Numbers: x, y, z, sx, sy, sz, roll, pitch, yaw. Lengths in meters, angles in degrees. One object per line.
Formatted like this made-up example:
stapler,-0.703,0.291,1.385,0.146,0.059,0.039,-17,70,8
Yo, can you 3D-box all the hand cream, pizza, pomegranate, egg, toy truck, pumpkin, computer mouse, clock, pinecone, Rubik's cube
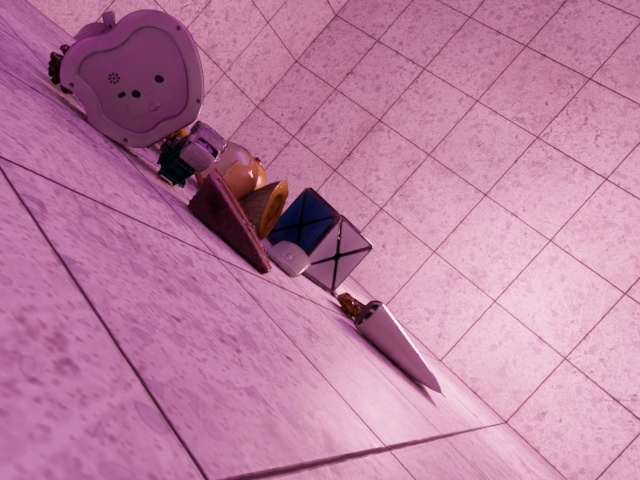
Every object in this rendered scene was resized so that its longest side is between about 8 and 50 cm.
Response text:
hand cream,0.260,0.350,1.701,0.359,0.118,0.185,47,-5,-6
pizza,0.150,0.267,1.844,0.226,0.069,0.147,37,-12,11
pomegranate,-0.331,-0.278,2.238,0.215,0.215,0.215,41,3,-2
egg,-0.311,-0.224,1.783,0.201,0.201,0.244,43,-9,30
toy truck,-0.342,-0.208,1.364,0.216,0.116,0.110,-19,-47,42
pumpkin,-0.197,-0.114,1.786,0.110,0.217,0.217,18,-2,12
computer mouse,-0.095,0.055,1.694,0.128,0.079,0.231,39,6,3
clock,-0.448,-0.402,1.302,0.338,0.338,0.102,41,5,-21
pinecone,-0.642,-0.441,1.377,0.120,0.140,0.140,7,-14,25
Rubik's cube,0.000,0.000,1.970,0.255,0.260,0.259,38,7,-46

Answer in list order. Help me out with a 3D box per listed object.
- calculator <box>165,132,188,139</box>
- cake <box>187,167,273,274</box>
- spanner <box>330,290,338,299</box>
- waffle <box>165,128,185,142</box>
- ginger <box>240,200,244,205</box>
calculator,-0.567,-0.411,2.041,0.386,0.054,0.256,28,7,-11
cake,-0.222,-0.030,1.322,0.295,0.113,0.116,53,7,-7
spanner,0.050,0.193,2.111,0.071,0.017,0.302,42,3,-13
waffle,-0.482,-0.405,1.778,0.051,0.291,0.291,3,10,-8
ginger,-0.250,-0.101,2.015,0.148,0.081,0.334,26,3,-5
